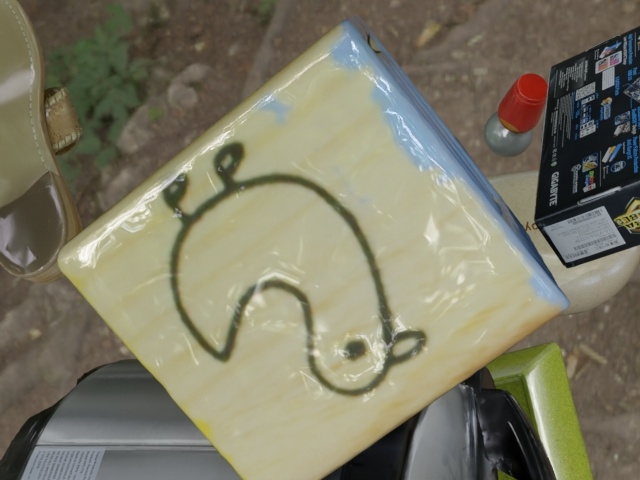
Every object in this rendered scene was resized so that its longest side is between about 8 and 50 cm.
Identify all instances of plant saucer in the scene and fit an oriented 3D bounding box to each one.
[{"bbox_3d":[0.219,0.233,1.119,0.188,0.045,0.188,-22,75,43],"label":"plant saucer"}]

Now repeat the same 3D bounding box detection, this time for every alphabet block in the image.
[{"bbox_3d":[0.000,0.000,0.557,0.197,0.192,0.193,-38,7,12],"label":"alphabet block"}]

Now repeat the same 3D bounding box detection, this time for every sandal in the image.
[{"bbox_3d":[-0.214,-0.069,0.692,0.088,0.079,0.240,-26,66,11],"label":"sandal"}]

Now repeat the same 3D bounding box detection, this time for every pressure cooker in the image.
[{"bbox_3d":[-0.013,0.275,0.749,0.421,0.369,0.375,-6,6,22],"label":"pressure cooker"}]

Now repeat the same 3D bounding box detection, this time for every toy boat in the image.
[{"bbox_3d":[0.267,-0.049,1.187,0.268,0.148,0.318,1,66,-6],"label":"toy boat"}]

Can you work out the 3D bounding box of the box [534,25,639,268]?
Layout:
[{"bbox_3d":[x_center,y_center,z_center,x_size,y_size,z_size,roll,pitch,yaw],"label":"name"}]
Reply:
[{"bbox_3d":[0.249,-0.092,0.671,0.175,0.051,0.220,-23,29,31],"label":"box"}]
